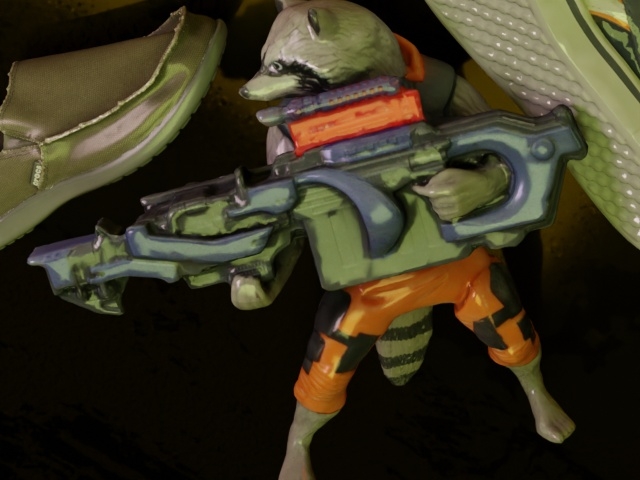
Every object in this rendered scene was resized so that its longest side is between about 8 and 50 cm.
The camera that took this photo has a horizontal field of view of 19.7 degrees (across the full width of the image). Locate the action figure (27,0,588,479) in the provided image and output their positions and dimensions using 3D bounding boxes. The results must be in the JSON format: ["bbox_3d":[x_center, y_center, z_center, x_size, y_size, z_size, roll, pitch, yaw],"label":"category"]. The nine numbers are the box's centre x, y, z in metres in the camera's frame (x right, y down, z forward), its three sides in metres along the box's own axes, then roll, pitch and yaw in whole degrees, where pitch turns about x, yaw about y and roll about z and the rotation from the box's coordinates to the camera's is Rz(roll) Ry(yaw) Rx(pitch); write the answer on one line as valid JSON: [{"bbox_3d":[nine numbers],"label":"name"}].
[{"bbox_3d":[0.000,0.000,1.177,0.341,0.178,0.330,-6,117,5],"label":"action figure"}]

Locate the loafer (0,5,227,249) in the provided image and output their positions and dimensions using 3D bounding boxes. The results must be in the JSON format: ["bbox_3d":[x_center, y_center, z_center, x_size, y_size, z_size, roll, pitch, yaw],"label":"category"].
[{"bbox_3d":[-0.168,-0.079,1.199,0.251,0.094,0.087,-33,115,23],"label":"loafer"}]

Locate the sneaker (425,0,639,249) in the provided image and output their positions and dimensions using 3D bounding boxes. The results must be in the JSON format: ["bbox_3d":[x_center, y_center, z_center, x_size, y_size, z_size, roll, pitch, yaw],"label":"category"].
[{"bbox_3d":[0.159,-0.147,1.110,0.127,0.126,0.321,-40,97,-20],"label":"sneaker"}]
